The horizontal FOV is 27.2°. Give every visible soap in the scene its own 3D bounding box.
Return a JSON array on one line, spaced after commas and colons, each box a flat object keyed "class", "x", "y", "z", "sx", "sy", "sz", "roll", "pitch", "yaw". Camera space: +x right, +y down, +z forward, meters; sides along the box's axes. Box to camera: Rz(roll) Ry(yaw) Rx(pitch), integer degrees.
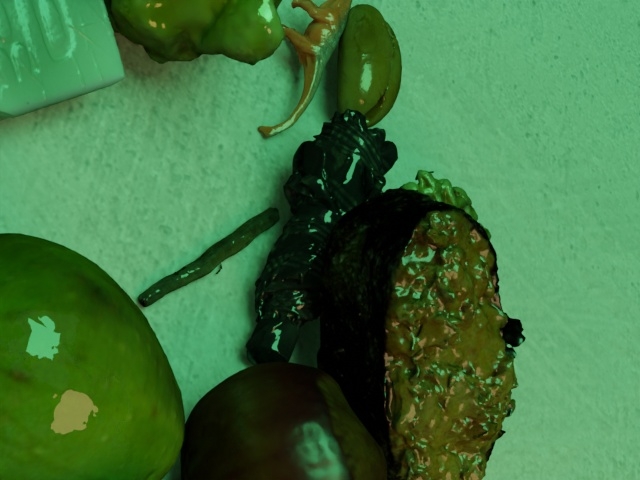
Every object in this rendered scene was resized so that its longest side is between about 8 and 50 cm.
[{"class": "soap", "x": -0.339, "y": -0.203, "z": 1.405, "sx": 0.230, "sy": 0.091, "sz": 0.145, "roll": -26, "pitch": 104, "yaw": -39}]

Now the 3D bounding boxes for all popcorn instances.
[{"class": "popcorn", "x": -0.151, "y": -0.346, "z": 1.514, "sx": 0.335, "sy": 0.279, "sz": 0.274, "roll": -52, "pitch": 131, "yaw": -58}]

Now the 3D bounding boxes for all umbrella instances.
[{"class": "umbrella", "x": 0.001, "y": -0.008, "z": 1.564, "sx": 0.128, "sy": 0.154, "sz": 0.336, "roll": 13, "pitch": 51, "yaw": 14}]

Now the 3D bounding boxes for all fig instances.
[{"class": "fig", "x": -0.258, "y": 0.137, "z": 1.232, "sx": 0.326, "sy": 0.258, "sz": 0.258, "roll": 33, "pitch": 51, "yaw": -42}]

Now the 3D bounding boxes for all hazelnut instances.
[{"class": "hazelnut", "x": -0.038, "y": 0.257, "z": 1.380, "sx": 0.217, "sy": 0.217, "sz": 0.251, "roll": -37, "pitch": 117, "yaw": -42}]

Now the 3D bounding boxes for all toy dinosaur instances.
[{"class": "toy dinosaur", "x": -0.019, "y": -0.254, "z": 1.706, "sx": 0.101, "sy": 0.055, "sz": 0.279, "roll": 29, "pitch": 76, "yaw": 15}]

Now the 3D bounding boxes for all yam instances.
[{"class": "yam", "x": -0.125, "y": 0.021, "z": 1.535, "sx": 0.027, "sy": 0.029, "sz": 0.234, "roll": 38, "pitch": 47, "yaw": 18}]

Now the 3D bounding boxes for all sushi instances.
[{"class": "sushi", "x": 0.126, "y": 0.113, "z": 1.492, "sx": 0.234, "sy": 0.207, "sz": 0.348, "roll": -14, "pitch": 111, "yaw": -32}]

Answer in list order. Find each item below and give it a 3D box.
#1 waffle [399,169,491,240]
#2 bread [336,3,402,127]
[{"class": "waffle", "x": 0.136, "y": 0.026, "z": 1.653, "sx": 0.208, "sy": 0.054, "sz": 0.214, "roll": 45, "pitch": 64, "yaw": -49}, {"class": "bread", "x": 0.067, "y": -0.232, "z": 1.749, "sx": 0.114, "sy": 0.077, "sz": 0.189, "roll": 62, "pitch": 26, "yaw": -53}]
